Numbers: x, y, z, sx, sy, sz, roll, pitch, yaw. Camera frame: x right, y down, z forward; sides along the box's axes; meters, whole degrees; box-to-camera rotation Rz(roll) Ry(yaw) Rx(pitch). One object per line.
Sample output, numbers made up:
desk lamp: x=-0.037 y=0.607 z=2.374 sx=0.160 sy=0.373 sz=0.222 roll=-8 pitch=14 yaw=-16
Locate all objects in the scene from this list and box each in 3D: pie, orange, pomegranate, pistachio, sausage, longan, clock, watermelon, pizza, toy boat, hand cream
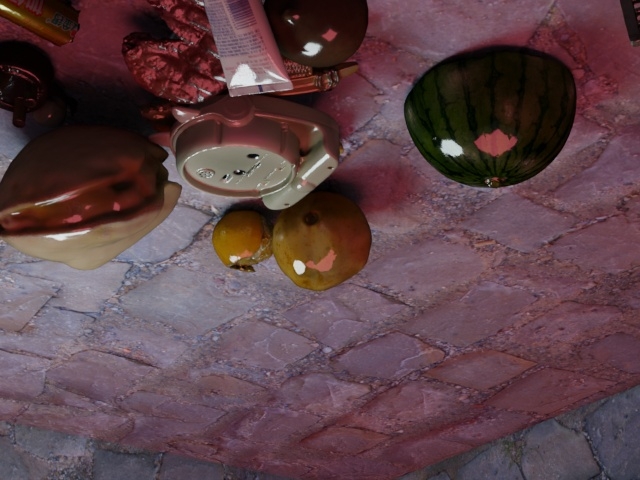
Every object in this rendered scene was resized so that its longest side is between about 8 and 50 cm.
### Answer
pie: x=-0.230 y=-0.333 z=1.721 sx=0.204 sy=0.054 sz=0.219 roll=39 pitch=117 yaw=-17
orange: x=-0.171 y=0.003 z=2.313 sx=0.157 sy=0.134 sz=0.156 roll=7 pitch=157 yaw=3
pomegranate: x=-0.002 y=-0.002 z=2.238 sx=0.233 sy=0.233 sz=0.233 roll=-2 pitch=150 yaw=-1
pistachio: x=-0.445 y=-0.081 z=1.939 sx=0.365 sy=0.281 sz=0.445 roll=-19 pitch=-172 yaw=-18
sausage: x=-0.527 y=-0.403 z=1.565 sx=0.082 sy=0.082 sz=0.372 roll=-20 pitch=157 yaw=27
longan: x=-0.004 y=-0.364 z=1.656 sx=0.189 sy=0.189 sz=0.189 roll=-2 pitch=150 yaw=-1
clock: x=-0.149 y=-0.167 z=1.897 sx=0.324 sy=0.108 sz=0.265 roll=11 pitch=155 yaw=-25
watermelon: x=0.330 y=-0.205 z=1.948 sx=0.331 sy=0.189 sz=0.330 roll=-7 pitch=149 yaw=-4
pizza: x=-0.233 y=-0.233 z=1.961 sx=0.226 sy=0.069 sz=0.147 roll=2 pitch=158 yaw=-9
toy boat: x=-0.089 y=-0.314 z=1.806 sx=0.310 sy=0.089 sz=0.115 roll=-3 pitch=159 yaw=0
hand cream: x=-0.127 y=-0.349 z=1.626 sx=0.133 sy=0.083 sz=0.247 roll=3 pitch=120 yaw=36

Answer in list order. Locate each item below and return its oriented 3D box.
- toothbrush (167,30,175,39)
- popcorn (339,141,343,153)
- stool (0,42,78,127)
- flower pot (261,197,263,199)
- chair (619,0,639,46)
toothbrush: x=-0.253 y=-0.373 z=1.770 sx=0.017 sy=0.014 sz=0.162 roll=29 pitch=142 yaw=-13
popcorn: x=-0.006 y=-0.179 z=2.059 sx=0.097 sy=0.089 sz=0.109 roll=-34 pitch=-178 yaw=-27
stool: x=-0.531 y=-0.265 z=1.836 sx=0.125 sy=0.121 sz=0.217 roll=-19 pitch=141 yaw=23
flower pot: x=-0.100 y=-0.129 z=2.128 sx=0.111 sy=0.111 sz=0.089 roll=11 pitch=161 yaw=-22
chair: x=0.611 y=-0.432 z=1.614 sx=0.271 sy=0.136 sz=0.147 roll=-11 pitch=148 yaw=17
